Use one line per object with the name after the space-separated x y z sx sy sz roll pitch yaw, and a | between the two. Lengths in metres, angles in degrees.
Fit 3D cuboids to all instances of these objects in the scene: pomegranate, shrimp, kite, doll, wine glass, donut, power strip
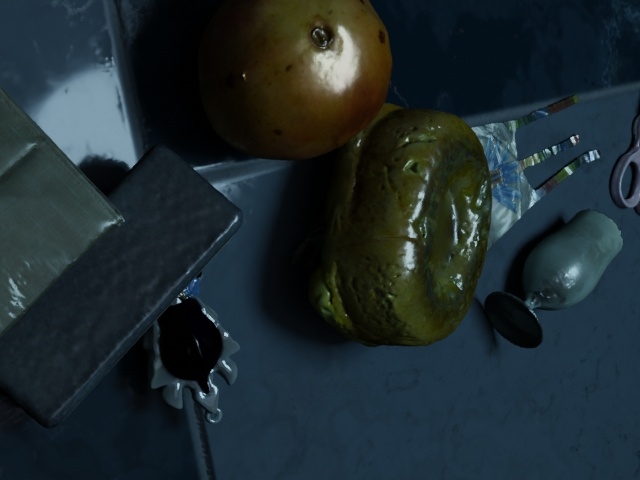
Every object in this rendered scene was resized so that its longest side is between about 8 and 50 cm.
-0.028 -0.166 0.840 0.191 0.191 0.191 -1 92 -36 | pomegranate
0.000 0.004 0.961 0.092 0.029 0.038 -43 125 -22 | shrimp
0.256 -0.108 1.152 0.310 0.015 0.169 -34 110 -30 | kite
-0.133 0.085 0.840 0.096 0.070 0.195 -22 96 -26 | doll
0.307 0.044 1.146 0.202 0.093 0.093 -41 114 -27 | wine glass
0.095 -0.013 0.946 0.208 0.128 0.261 23 76 -52 | donut
-0.188 0.041 0.765 0.105 0.070 0.256 42 73 -2 | power strip

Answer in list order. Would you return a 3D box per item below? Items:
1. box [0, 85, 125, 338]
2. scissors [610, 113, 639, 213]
-0.272 -0.012 0.624 0.155 0.231 0.149 50 65 -18 | box
0.487 -0.161 1.308 0.118 0.030 0.242 13 88 -36 | scissors
